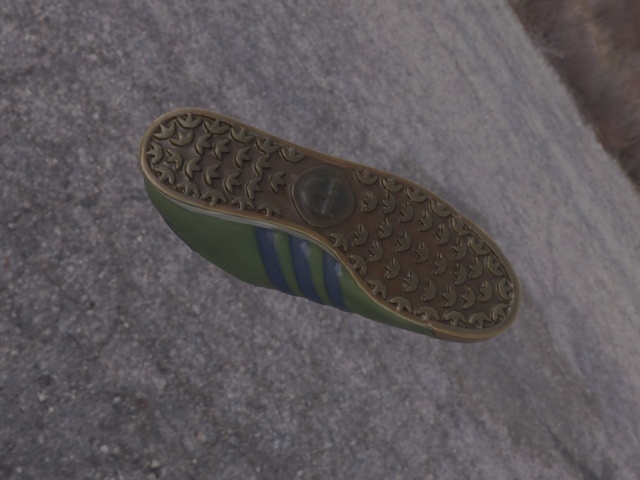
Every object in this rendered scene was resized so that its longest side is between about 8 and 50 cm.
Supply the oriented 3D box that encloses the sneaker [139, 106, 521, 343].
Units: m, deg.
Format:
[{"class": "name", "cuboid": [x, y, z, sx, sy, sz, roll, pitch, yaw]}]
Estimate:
[{"class": "sneaker", "cuboid": [0.000, 0.000, 0.413, 0.192, 0.086, 0.064, 25, 70, -6]}]
